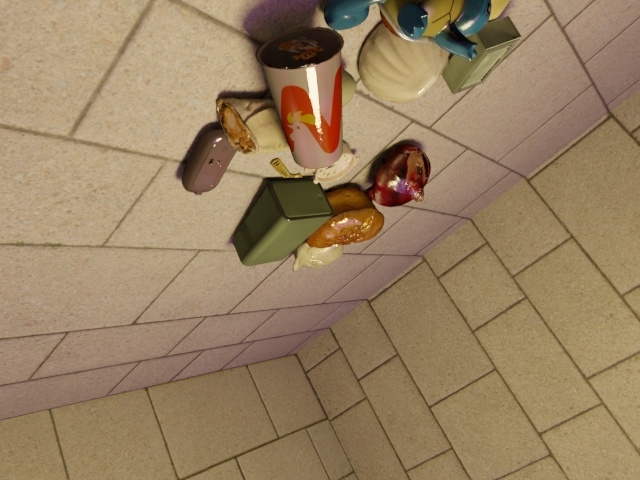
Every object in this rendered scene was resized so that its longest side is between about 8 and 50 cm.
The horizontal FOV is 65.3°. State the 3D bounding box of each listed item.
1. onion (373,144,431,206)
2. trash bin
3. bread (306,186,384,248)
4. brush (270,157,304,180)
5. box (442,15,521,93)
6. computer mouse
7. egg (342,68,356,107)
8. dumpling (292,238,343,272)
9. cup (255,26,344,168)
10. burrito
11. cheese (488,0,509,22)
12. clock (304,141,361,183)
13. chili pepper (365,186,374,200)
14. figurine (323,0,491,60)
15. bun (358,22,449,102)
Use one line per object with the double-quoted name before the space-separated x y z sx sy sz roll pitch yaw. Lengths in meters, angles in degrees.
"onion" 0.327 -0.229 1.908 0.272 0.195 0.272 -38 151 -25
"trash bin" -0.147 -0.059 1.775 0.222 0.158 0.343 -9 157 -40
"bread" 0.099 -0.100 1.920 0.339 0.195 0.179 -9 145 -21
"brush" -0.115 -0.220 1.657 0.082 0.010 0.218 -32 158 5
"box" 0.479 -0.553 1.506 0.129 0.086 0.225 -23 170 -15
"computer mouse" -0.300 -0.222 1.372 0.120 0.057 0.232 -4 143 -44
"egg" 0.025 -0.398 1.314 0.152 0.114 0.114 -24 157 -24
"dumpling" 0.000 0.000 2.126 0.318 0.187 0.243 -29 -161 19
"cup" -0.026 -0.324 1.187 0.202 0.203 0.289 -24 137 -12
"burrito" -0.126 -0.303 1.322 0.299 0.144 0.105 -13 -172 -37
"cheese" 0.503 -0.706 1.327 0.127 0.050 0.255 -10 150 -40
"clock" 0.038 -0.264 1.688 0.229 0.063 0.156 -12 155 -30
"chili pepper" 0.213 -0.189 2.067 0.268 0.051 0.059 -41 151 21
"figurine" 0.227 -0.532 1.113 0.415 0.298 0.243 -10 178 -16
"bun" 0.247 -0.462 1.341 0.263 0.175 0.263 -19 151 -11
